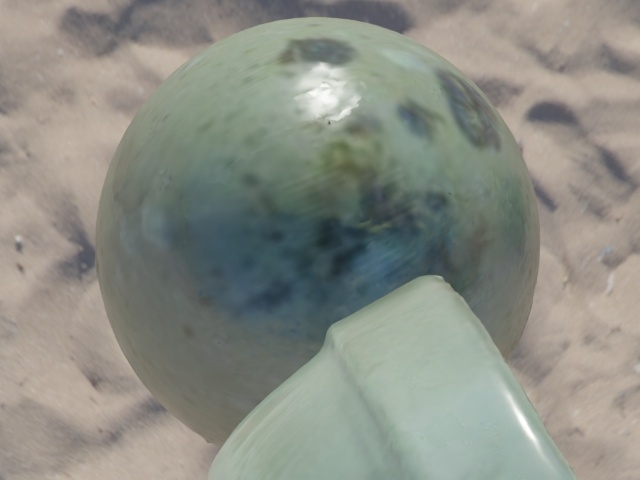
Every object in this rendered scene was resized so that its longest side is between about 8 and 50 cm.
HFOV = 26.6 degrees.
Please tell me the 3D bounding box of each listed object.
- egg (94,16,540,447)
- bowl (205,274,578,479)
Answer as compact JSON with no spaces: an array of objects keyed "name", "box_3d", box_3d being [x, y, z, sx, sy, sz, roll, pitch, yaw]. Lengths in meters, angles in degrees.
[{"name":"egg","box_3d":[0.000,0.000,1.044,0.345,0.428,0.345,2,72,-6]},{"name":"bowl","box_3d":[0.049,0.180,0.523,0.163,0.307,0.307,-26,74,-4]}]
